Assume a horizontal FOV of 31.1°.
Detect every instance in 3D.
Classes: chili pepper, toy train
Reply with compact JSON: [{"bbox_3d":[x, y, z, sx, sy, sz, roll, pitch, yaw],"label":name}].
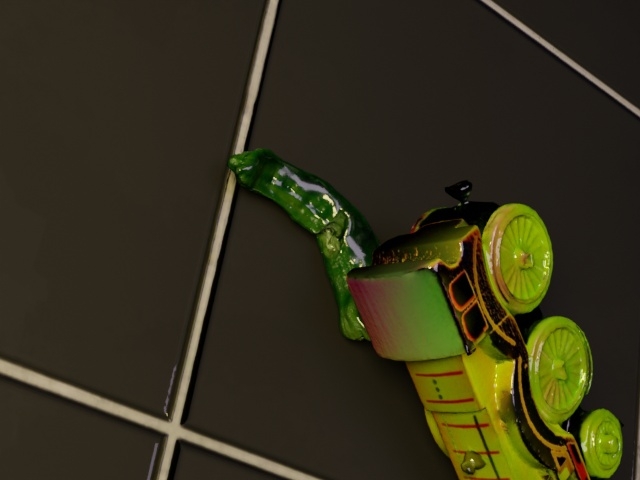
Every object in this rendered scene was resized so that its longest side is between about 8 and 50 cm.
[{"bbox_3d":[0.002,-0.006,0.866,0.182,0.050,0.073,51,57,-14],"label":"chili pepper"},{"bbox_3d":[0.134,0.107,0.871,0.160,0.100,0.296,-39,111,-40],"label":"toy train"}]
